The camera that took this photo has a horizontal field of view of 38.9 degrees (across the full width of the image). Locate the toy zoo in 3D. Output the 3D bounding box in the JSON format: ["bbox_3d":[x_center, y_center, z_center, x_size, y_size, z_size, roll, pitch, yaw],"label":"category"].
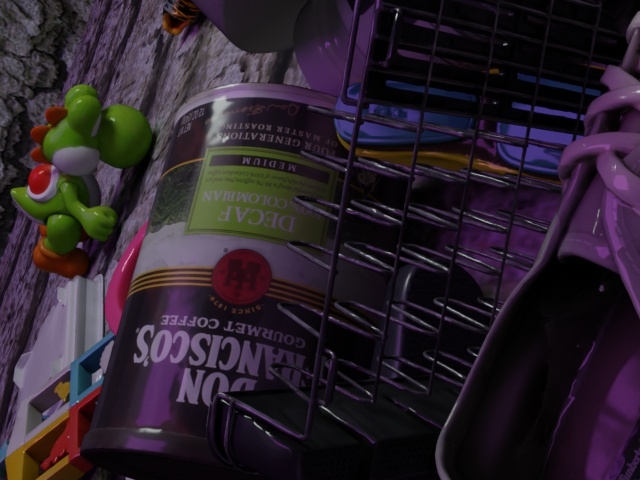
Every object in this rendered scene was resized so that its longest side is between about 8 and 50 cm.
[{"bbox_3d":[-0.292,0.209,1.121,0.293,0.030,0.192,-38,31,8],"label":"toy zoo"}]

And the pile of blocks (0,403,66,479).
[{"bbox_3d":[-0.430,0.340,1.283,0.362,0.112,0.149,-60,42,16],"label":"pile of blocks"}]

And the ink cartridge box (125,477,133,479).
[{"bbox_3d":[-0.117,0.163,0.843,0.067,0.115,0.198,-57,26,23],"label":"ink cartridge box"}]

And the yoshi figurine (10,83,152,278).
[{"bbox_3d":[-0.402,-0.108,1.620,0.203,0.203,0.362,-36,-23,-48],"label":"yoshi figurine"}]

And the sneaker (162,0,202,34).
[{"bbox_3d":[-0.226,-0.422,1.577,0.215,0.084,0.083,161,124,-69],"label":"sneaker"}]

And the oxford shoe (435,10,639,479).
[{"bbox_3d":[0.181,-0.041,0.407,0.449,0.130,0.169,-66,24,0],"label":"oxford shoe"}]

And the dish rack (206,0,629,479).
[{"bbox_3d":[0.064,-0.004,0.469,0.074,0.208,0.272,22,106,49],"label":"dish rack"}]

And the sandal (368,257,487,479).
[{"bbox_3d":[0.049,0.134,0.575,0.054,0.097,0.255,-23,40,54],"label":"sandal"}]

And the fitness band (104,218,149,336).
[{"bbox_3d":[-0.167,0.035,1.068,0.209,0.054,0.291,-56,29,-3],"label":"fitness band"}]

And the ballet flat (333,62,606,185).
[{"bbox_3d":[0.118,-0.072,0.590,0.231,0.077,0.077,8,83,32],"label":"ballet flat"}]

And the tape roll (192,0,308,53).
[{"bbox_3d":[0.050,-0.304,0.677,0.392,0.072,0.392,-43,-6,-6],"label":"tape roll"}]

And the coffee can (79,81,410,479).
[{"bbox_3d":[-0.047,0.050,0.693,0.201,0.201,0.275,-26,48,55],"label":"coffee can"}]

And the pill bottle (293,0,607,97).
[{"bbox_3d":[0.107,-0.196,0.629,0.278,0.162,0.162,-35,40,48],"label":"pill bottle"}]

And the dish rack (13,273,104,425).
[{"bbox_3d":[-0.444,0.227,1.494,0.286,0.072,0.333,-58,26,22],"label":"dish rack"}]
